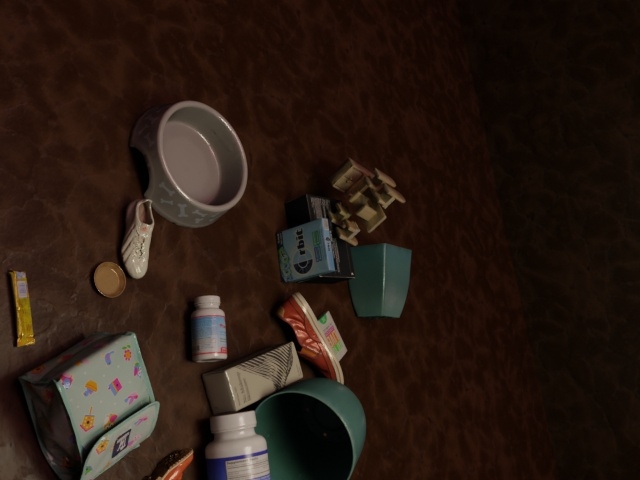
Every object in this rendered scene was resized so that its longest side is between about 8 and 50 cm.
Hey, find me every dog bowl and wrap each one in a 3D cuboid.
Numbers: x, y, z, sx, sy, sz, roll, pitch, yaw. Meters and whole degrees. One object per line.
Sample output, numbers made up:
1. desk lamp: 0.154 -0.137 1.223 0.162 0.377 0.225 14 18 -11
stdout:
1. dog bowl: -0.336 -0.212 1.830 0.349 0.102 0.348 24 58 -45

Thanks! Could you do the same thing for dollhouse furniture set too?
1. dollhouse furniture set: 0.147 -0.122 2.154 0.161 0.212 0.242 27 28 -42

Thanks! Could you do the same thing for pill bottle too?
1. pill bottle: -0.199 0.556 1.662 0.152 0.152 0.272 5 71 -50
2. pill bottle: -0.283 0.224 1.738 0.087 0.087 0.160 12 67 -49

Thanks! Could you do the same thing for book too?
1. book: 0.026 0.304 2.142 0.096 0.035 0.144 -37 104 -55

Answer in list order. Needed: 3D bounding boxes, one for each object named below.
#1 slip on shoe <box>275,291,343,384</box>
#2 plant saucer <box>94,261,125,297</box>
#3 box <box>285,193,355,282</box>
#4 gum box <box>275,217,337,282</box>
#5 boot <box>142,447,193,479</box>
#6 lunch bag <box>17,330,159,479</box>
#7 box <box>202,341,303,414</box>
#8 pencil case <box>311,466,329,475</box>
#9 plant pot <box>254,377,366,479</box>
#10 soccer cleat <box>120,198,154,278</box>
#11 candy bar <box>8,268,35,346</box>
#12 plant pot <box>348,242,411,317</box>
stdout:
1. slip on shoe: -0.030 0.309 2.018 0.101 0.123 0.331 -31 109 -10
2. plant saucer: -0.490 0.092 1.590 0.083 0.015 0.083 22 61 -45
3. box: 0.000 0.000 2.165 0.184 0.103 0.261 5 71 -49
4. gum box: -0.044 0.032 2.029 0.041 0.184 0.156 6 72 -51
5. boot: -0.341 0.546 1.571 0.158 0.059 0.084 -40 111 -41
6. lunch bag: -0.460 0.349 1.417 0.223 0.160 0.262 -33 114 -55
7. box: -0.173 0.359 1.816 0.275 0.094 0.113 -17 89 -53
8. pencil case: -0.017 0.757 1.834 0.133 0.119 0.306 60 35 -43
9. plant pot: -0.010 0.498 1.825 0.235 0.293 0.293 -23 95 -66
10. soccer cleat: -0.435 -0.008 1.647 0.068 0.076 0.196 14 66 -48
11. candy bar: -0.615 0.137 1.415 0.040 0.018 0.161 1 75 -55
12. plant pot: 0.194 0.143 2.314 0.165 0.166 0.234 14 73 -48
